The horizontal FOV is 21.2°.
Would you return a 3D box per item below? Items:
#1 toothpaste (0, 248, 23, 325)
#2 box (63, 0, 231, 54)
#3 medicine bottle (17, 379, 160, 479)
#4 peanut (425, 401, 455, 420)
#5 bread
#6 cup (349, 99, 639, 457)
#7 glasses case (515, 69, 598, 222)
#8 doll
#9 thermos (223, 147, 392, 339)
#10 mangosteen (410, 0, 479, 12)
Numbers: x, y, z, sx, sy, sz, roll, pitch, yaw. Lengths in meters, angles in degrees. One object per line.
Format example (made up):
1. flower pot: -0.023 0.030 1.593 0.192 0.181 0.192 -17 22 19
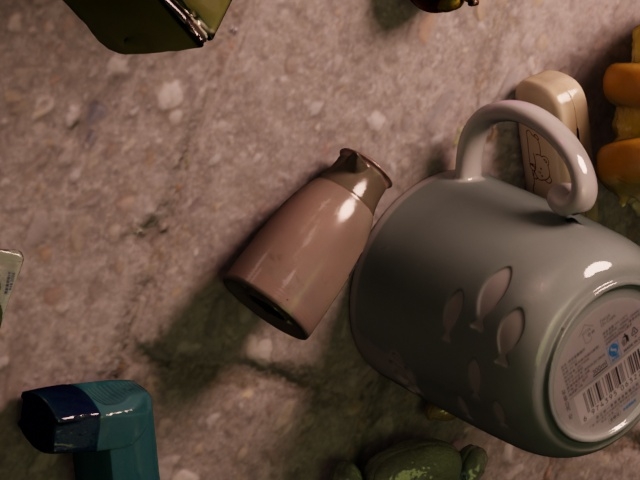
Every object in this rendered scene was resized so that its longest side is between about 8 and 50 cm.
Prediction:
1. toothpaste: -0.328 0.117 1.567 0.060 0.038 0.233 11 98 -42
2. box: -0.154 -0.419 1.338 0.373 0.138 0.420 45 58 -38
3. medicine bottle: -0.215 0.247 1.677 0.124 0.079 0.258 -23 121 -33
4. peanut: 0.155 0.187 1.965 0.083 0.037 0.037 -26 122 -30
5. bread: 0.414 -0.140 1.904 0.315 0.211 0.270 9 76 -72
6. cup: 0.218 0.035 1.796 0.259 0.274 0.357 -11 115 -35
7. glasses case: 0.264 -0.094 1.906 0.050 0.083 0.196 -25 120 -24
8. doll: 0.102 0.275 1.934 0.214 0.071 0.104 -6 110 -32
9. thermos: 0.000 0.000 1.742 0.193 0.105 0.137 -55 157 -15
10. mangosteen: 0.123 -0.270 1.731 0.081 0.081 0.081 -15 116 -33
